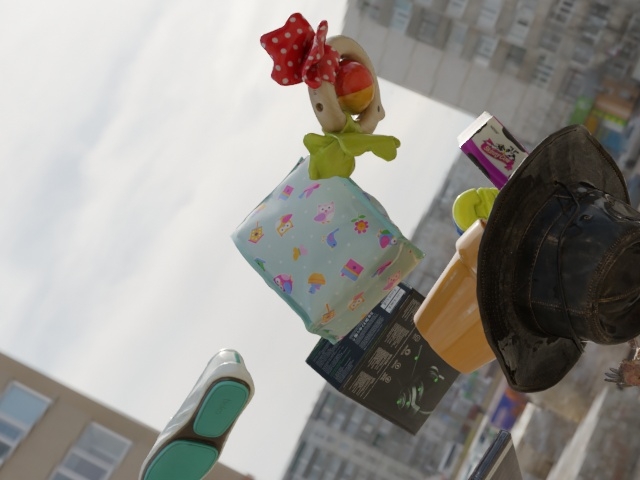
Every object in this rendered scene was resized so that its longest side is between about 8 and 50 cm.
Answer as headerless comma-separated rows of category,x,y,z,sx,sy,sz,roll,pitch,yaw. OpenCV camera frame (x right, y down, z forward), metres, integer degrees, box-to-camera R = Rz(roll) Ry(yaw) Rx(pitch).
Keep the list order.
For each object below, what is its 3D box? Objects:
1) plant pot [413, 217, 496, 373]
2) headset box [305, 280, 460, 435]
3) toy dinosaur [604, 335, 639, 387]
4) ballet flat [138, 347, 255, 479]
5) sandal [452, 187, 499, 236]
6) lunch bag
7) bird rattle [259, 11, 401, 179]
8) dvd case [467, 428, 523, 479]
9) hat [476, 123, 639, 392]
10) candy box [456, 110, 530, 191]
plant pot,0.256,0.102,1.655,0.188,0.205,0.205,-46,-6,15
headset box,0.157,0.226,2.113,0.283,0.131,0.246,35,-90,-40
toy dinosaur,0.509,0.137,1.649,0.296,0.127,0.200,-13,-95,-58
ballet flat,-0.250,0.374,2.158,0.400,0.139,0.139,-56,-5,30
sandal,0.407,-0.067,2.219,0.138,0.317,0.126,130,132,-69
lunch bag,0.000,0.000,1.708,0.223,0.262,0.160,-46,-30,5
bird rattle,0.018,-0.220,1.552,0.143,0.253,0.207,-20,15,34
dvd case,0.194,0.344,1.257,0.164,0.018,0.221,-51,-37,-24
hat,0.314,0.024,1.176,0.331,0.134,0.331,-11,-76,-48
candy box,0.286,-0.116,1.603,0.071,0.159,0.233,-43,3,10
